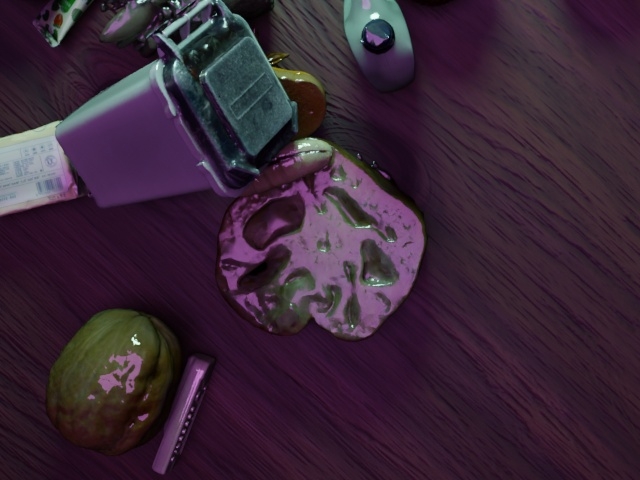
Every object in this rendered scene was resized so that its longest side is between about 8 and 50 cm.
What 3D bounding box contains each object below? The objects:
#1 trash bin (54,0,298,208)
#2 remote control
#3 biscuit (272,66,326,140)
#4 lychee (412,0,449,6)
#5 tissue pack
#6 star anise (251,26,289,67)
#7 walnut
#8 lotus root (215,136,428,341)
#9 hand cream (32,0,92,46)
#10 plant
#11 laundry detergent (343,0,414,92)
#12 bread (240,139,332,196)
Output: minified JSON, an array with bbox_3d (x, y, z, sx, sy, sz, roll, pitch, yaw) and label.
[{"bbox_3d":[-0.262,-0.216,1.782,0.367,0.256,0.296,-13,118,38],"label":"trash bin"},{"bbox_3d":[-0.260,0.324,1.976,0.049,0.090,0.230,22,96,5],"label":"remote control"},{"bbox_3d":[-0.076,-0.241,1.899,0.170,0.050,0.170,-3,131,-4],"label":"biscuit"},{"bbox_3d":[0.194,-0.498,1.805,0.194,0.194,0.195,1,96,6],"label":"lychee"},{"bbox_3d":[-0.547,-0.131,1.962,0.196,0.092,0.148,-13,95,6],"label":"tissue pack"},{"bbox_3d":[-0.134,-0.309,1.899,0.167,0.057,0.168,-2,130,-3],"label":"star anise"},{"bbox_3d":[-0.372,0.251,1.917,0.282,0.227,0.283,-15,69,43],"label":"walnut"},{"bbox_3d":[0.000,0.000,1.913,0.390,0.111,0.375,-7,90,8],"label":"lotus root"},{"bbox_3d":[-0.425,-0.480,1.930,0.276,0.059,0.095,-48,58,9],"label":"hand cream"},{"bbox_3d":[-0.251,-0.434,1.849,0.320,0.194,0.182,-17,90,5],"label":"plant"},{"bbox_3d":[0.093,-0.356,1.774,0.105,0.280,0.215,-19,93,9],"label":"laundry detergent"},{"bbox_3d":[-0.082,-0.126,1.841,0.214,0.053,0.073,-18,115,8],"label":"bread"}]
